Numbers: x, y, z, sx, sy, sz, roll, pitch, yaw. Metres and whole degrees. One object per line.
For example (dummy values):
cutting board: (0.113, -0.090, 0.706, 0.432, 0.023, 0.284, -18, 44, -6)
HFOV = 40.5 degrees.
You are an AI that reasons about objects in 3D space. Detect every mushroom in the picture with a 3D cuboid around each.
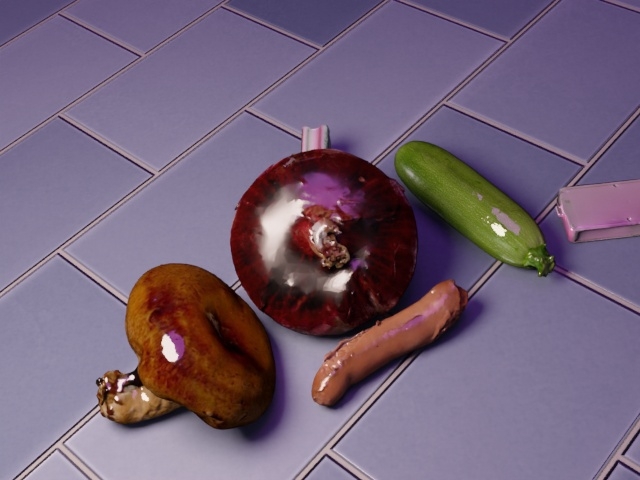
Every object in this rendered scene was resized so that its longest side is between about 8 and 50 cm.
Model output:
mushroom: (-0.196, 0.164, 1.331, 0.255, 0.267, 0.267, -15, 36, 43)

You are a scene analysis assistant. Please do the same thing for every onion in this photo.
onion: (0.000, 0.000, 1.389, 0.314, 0.232, 0.313, -1, 83, 8)

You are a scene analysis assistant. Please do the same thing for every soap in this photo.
soap: (-0.006, -0.131, 1.621, 0.056, 0.100, 0.149, -5, 48, 7)

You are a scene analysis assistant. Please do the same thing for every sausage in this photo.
sausage: (0.108, 0.159, 1.361, 0.304, 0.078, 0.078, -30, 51, -15)

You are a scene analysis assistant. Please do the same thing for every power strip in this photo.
power strip: (0.552, -0.059, 1.518, 0.279, 0.037, 0.109, -6, 47, 3)

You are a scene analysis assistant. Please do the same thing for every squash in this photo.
squash: (0.259, -0.069, 1.525, 0.107, 0.107, 0.395, -31, 52, -19)
